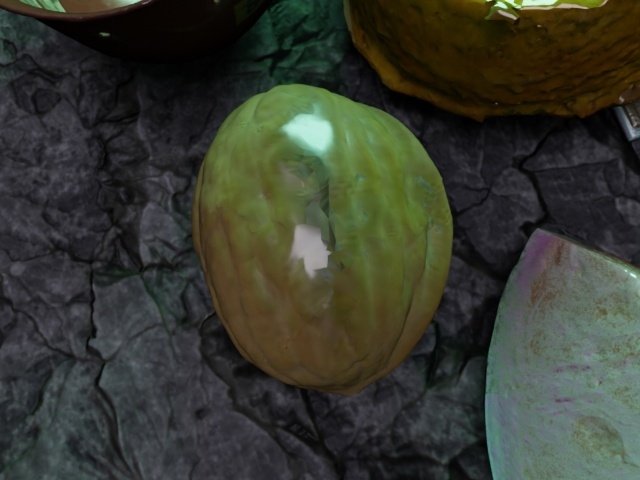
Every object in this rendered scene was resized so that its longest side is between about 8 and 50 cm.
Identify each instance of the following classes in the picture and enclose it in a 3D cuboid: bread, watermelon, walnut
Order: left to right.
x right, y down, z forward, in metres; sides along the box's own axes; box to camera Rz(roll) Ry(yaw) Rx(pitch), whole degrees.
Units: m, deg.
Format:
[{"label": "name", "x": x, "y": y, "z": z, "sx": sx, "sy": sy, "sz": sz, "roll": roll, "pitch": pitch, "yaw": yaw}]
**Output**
[{"label": "walnut", "x": 0.000, "y": 0.000, "z": 0.421, "sx": 0.225, "sy": 0.225, "sz": 0.261, "roll": -14, "pitch": 78, "yaw": 1}, {"label": "bread", "x": 0.195, "y": -0.311, "z": 0.462, "sx": 0.398, "sy": 0.215, "sz": 0.398, "roll": -3, "pitch": 79, "yaw": 13}, {"label": "watermelon", "x": 0.297, "y": 0.179, "z": 0.386, "sx": 0.222, "sy": 0.319, "sz": 0.292, "roll": 13, "pitch": 99, "yaw": -30}]

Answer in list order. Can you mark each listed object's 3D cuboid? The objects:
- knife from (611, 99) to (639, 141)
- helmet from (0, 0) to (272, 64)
[{"label": "knife", "x": 0.353, "y": -0.129, "z": 0.518, "sx": 0.061, "sy": 0.027, "sz": 0.343, "roll": -19, "pitch": 79, "yaw": 4}, {"label": "helmet", "x": -0.153, "y": -0.330, "z": 0.482, "sx": 0.337, "sy": 0.230, "sz": 0.385, "roll": 27, "pitch": 83, "yaw": 9}]
